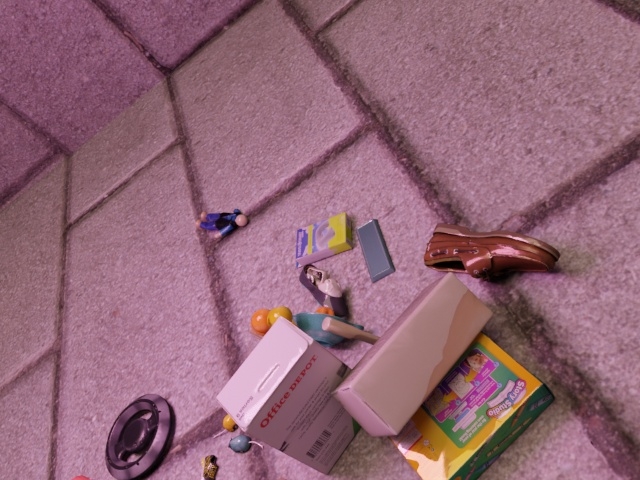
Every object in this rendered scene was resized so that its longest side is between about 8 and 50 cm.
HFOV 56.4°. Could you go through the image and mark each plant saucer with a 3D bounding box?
[{"bbox_3d":[0.135,0.020,1.525,0.067,0.018,0.192,-30,42,16],"label":"plant saucer"}]

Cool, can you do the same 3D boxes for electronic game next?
[{"bbox_3d":[-0.484,0.519,1.587,0.229,0.048,0.229,-20,47,24],"label":"electronic game"}]

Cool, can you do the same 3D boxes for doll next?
[{"bbox_3d":[-0.313,-0.059,1.924,0.188,0.046,0.129,-1,47,31],"label":"doll"}]

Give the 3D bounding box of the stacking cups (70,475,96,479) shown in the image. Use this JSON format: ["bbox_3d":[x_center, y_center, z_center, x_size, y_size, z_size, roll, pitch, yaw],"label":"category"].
[{"bbox_3d":[-0.527,0.654,1.480,0.316,0.096,0.096,4,60,45],"label":"stacking cups"}]

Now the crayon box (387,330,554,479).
[{"bbox_3d":[0.272,0.326,1.116,0.278,0.081,0.165,-45,41,-1],"label":"crayon box"}]

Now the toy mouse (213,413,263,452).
[{"bbox_3d":[-0.180,0.446,1.417,0.161,0.031,0.143,-49,41,-5],"label":"toy mouse"}]

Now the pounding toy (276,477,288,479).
[{"bbox_3d":[-0.047,0.544,1.183,0.181,0.094,0.206,-50,42,-6],"label":"pounding toy"}]

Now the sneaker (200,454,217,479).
[{"bbox_3d":[-0.260,0.541,1.403,0.035,0.031,0.083,-32,43,12],"label":"sneaker"}]

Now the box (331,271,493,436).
[{"bbox_3d":[0.175,0.219,1.152,0.311,0.121,0.148,-44,-4,-22],"label":"box"}]

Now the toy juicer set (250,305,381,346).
[{"bbox_3d":[-0.014,0.183,1.366,0.328,0.209,0.090,-5,63,36],"label":"toy juicer set"}]

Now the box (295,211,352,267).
[{"bbox_3d":[0.000,0.000,1.631,0.178,0.042,0.109,-20,46,24],"label":"box"}]

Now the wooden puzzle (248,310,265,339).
[{"bbox_3d":[-0.153,0.225,1.589,0.116,0.014,0.079,9,63,43],"label":"wooden puzzle"}]

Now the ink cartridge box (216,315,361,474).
[{"bbox_3d":[-0.034,0.317,1.211,0.211,0.289,0.121,-52,42,-9],"label":"ink cartridge box"}]

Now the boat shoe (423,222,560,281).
[{"bbox_3d":[0.356,0.042,1.275,0.307,0.110,0.105,9,66,53],"label":"boat shoe"}]

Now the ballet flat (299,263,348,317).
[{"bbox_3d":[0.008,0.117,1.499,0.074,0.074,0.203,-46,39,-3],"label":"ballet flat"}]
